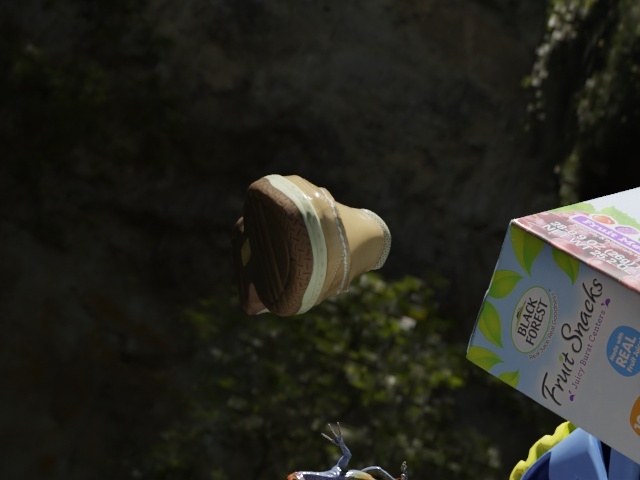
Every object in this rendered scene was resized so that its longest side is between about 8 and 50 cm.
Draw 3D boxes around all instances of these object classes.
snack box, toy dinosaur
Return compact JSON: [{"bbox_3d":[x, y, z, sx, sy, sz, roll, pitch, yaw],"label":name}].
[{"bbox_3d":[0.192,0.051,0.651,0.207,0.174,0.070,33,-62,31],"label":"snack box"},{"bbox_3d":[0.020,0.176,1.149,0.082,0.047,0.090,-7,-57,8],"label":"toy dinosaur"}]

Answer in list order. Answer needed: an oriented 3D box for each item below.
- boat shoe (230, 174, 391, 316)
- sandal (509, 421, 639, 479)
[{"bbox_3d":[0.000,0.000,0.816,0.072,0.068,0.190,-8,-1,-9],"label":"boat shoe"},{"bbox_3d":[0.188,0.151,0.961,0.126,0.138,0.317,25,-65,0],"label":"sandal"}]
